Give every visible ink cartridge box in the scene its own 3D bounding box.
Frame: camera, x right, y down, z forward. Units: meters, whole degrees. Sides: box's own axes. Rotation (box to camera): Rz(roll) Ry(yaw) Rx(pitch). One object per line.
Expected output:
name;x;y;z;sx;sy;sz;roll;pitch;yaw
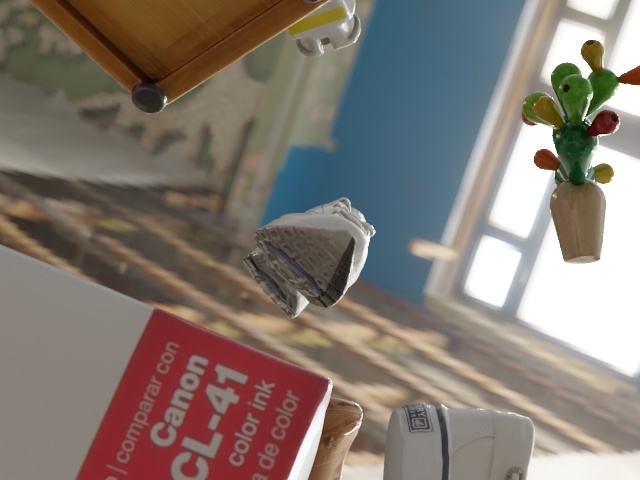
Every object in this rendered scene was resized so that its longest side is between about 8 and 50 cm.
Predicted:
ink cartridge box;-0.163;0.076;0.633;0.306;0.131;0.226;24;162;3

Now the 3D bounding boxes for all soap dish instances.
soap dish;-0.114;-0.223;0.958;0.291;0.229;0.118;42;-136;-24

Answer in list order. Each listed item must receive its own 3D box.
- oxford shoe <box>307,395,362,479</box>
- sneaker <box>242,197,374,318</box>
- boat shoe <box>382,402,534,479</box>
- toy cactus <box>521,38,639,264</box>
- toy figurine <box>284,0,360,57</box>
oxford shoe;-0.025;0.200;1.224;0.076;0.212;0.076;1;-134;-31
sneaker;0.000;0.000;1.684;0.111;0.129;0.297;50;167;-5
boat shoe;0.076;0.220;0.874;0.088;0.268;0.096;1;-174;-5
toy cactus;0.234;-0.069;1.391;0.112;0.180;0.219;-1;166;-3
toy figurine;-0.031;-0.259;1.162;0.213;0.209;0.148;25;158;35
